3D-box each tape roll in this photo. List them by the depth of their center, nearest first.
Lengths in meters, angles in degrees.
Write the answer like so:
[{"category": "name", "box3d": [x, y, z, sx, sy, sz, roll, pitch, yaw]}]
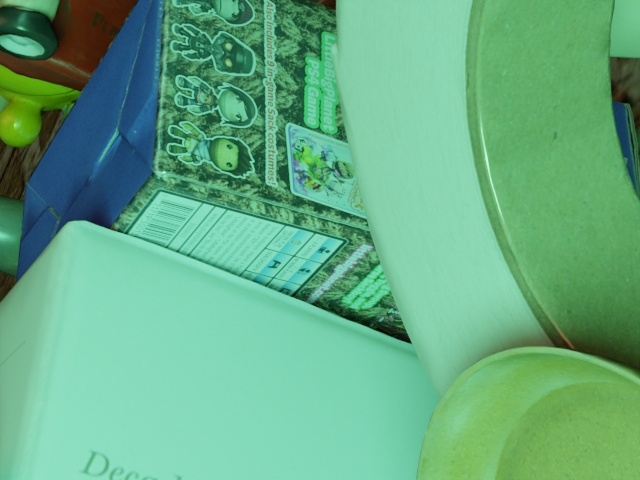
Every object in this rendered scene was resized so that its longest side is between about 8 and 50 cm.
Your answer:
[{"category": "tape roll", "box3d": [0.138, -0.036, 0.543, 0.392, 0.072, 0.392, 34, 133, 46]}]

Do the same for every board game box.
[{"category": "board game box", "box3d": [0.000, 0.000, 0.939, 0.232, 0.291, 0.141, -46, 36, 48]}]

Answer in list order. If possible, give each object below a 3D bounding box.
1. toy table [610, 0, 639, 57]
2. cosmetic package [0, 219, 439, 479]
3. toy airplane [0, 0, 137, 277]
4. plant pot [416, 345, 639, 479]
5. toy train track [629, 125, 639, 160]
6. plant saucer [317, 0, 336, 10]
[{"category": "toy table", "box3d": [0.232, -0.111, 0.691, 0.274, 0.161, 0.252, -41, 35, 52]}, {"category": "cosmetic package", "box3d": [-0.074, 0.273, 0.851, 0.329, 0.327, 0.394, -44, 33, 47]}, {"category": "toy airplane", "box3d": [-0.191, -0.147, 1.433, 0.272, 0.384, 0.386, -5, 21, 43]}, {"category": "plant pot", "box3d": [0.115, 0.145, 0.575, 0.236, 0.032, 0.236, 37, 136, 46]}, {"category": "toy train track", "box3d": [0.171, -0.044, 0.969, 0.083, 0.014, 0.048, 136, 141, -55]}, {"category": "plant saucer", "box3d": [0.100, -0.222, 1.114, 0.258, 0.048, 0.259, -46, 6, -36]}]
